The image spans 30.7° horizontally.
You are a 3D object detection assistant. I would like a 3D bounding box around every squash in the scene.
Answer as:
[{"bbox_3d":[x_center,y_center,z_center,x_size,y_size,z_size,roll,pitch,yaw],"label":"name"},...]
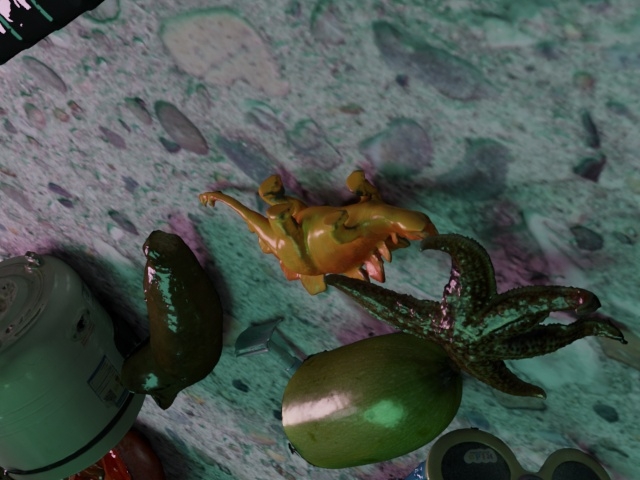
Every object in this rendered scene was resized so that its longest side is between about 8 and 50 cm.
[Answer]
[{"bbox_3d":[0.061,0.145,1.075,0.123,0.123,0.186,45,142,-17],"label":"squash"}]

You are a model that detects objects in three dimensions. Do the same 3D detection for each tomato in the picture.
[{"bbox_3d":[-0.281,0.359,1.673,0.228,0.101,0.228,17,114,44],"label":"tomato"}]

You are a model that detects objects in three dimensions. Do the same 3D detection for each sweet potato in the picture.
[{"bbox_3d":[-0.158,0.094,1.223,0.112,0.085,0.286,6,147,-3],"label":"sweet potato"}]

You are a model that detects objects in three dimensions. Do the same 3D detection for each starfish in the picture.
[{"bbox_3d":[0.118,0.066,0.909,0.238,0.057,0.213,4,142,14],"label":"starfish"}]

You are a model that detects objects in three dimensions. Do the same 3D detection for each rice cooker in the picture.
[{"bbox_3d":[-0.326,0.150,1.357,0.226,0.226,0.244,3,136,41],"label":"rice cooker"}]

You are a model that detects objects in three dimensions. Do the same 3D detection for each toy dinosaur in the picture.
[{"bbox_3d":[0.000,0.000,0.981,0.288,0.070,0.117,2,137,49],"label":"toy dinosaur"}]

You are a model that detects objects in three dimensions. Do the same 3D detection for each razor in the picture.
[{"bbox_3d":[-0.022,0.138,1.219,0.135,0.040,0.068,42,149,-21],"label":"razor"}]

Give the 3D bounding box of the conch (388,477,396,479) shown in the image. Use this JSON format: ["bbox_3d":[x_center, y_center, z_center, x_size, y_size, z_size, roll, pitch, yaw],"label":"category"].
[{"bbox_3d":[0.099,0.387,1.324,0.241,0.186,0.313,48,178,33],"label":"conch"}]

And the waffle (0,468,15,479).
[{"bbox_3d":[-0.645,0.313,1.831,0.114,0.261,0.376,-40,110,13],"label":"waffle"}]

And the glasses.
[{"bbox_3d":[0.161,0.228,1.122,0.189,0.088,0.220,13,172,-13],"label":"glasses"}]

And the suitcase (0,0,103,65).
[{"bbox_3d":[-0.291,-0.273,0.879,0.206,0.066,0.285,-13,125,50],"label":"suitcase"}]
